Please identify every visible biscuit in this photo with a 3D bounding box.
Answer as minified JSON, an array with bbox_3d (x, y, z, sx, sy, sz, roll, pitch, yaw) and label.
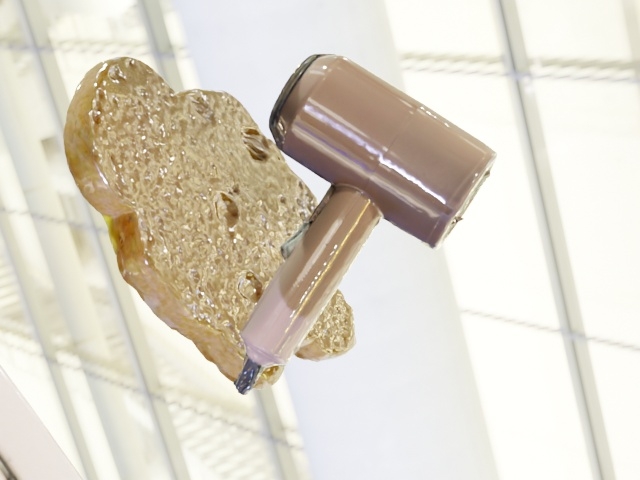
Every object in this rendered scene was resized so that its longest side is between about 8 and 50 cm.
[{"bbox_3d":[-0.075,-0.010,1.116,0.041,0.290,0.208,-24,-148,34],"label":"biscuit"}]

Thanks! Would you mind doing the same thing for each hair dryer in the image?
[{"bbox_3d":[0.000,0.000,0.822,0.182,0.117,0.064,-57,173,-5],"label":"hair dryer"}]

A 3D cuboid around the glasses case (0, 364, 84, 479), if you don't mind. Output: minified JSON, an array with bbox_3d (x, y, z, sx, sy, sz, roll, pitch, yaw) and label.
[{"bbox_3d":[-0.131,0.106,0.526,0.113,0.297,0.075,-43,170,36],"label":"glasses case"}]
